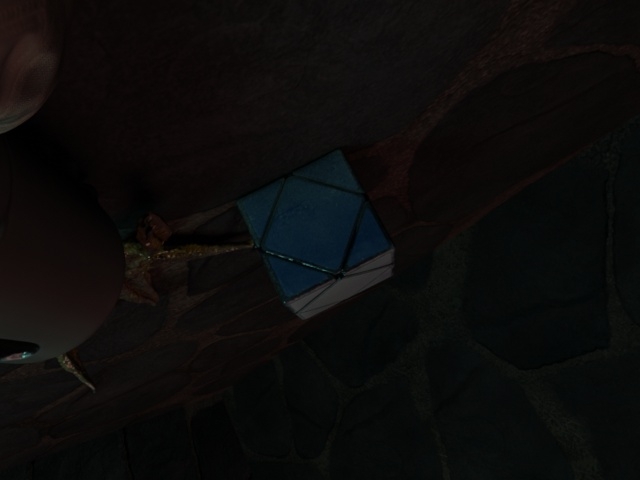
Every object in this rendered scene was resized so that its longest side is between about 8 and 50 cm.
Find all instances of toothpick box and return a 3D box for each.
[{"bbox_3d":[-0.316,0.001,0.506,0.229,0.229,0.316,-25,164,-4],"label":"toothpick box"}]

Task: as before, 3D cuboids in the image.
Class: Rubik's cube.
[{"bbox_3d":[0.000,0.000,0.929,0.205,0.205,0.207,-26,162,-2],"label":"Rubik's cube"}]

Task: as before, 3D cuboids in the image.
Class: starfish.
[{"bbox_3d":[-0.291,0.076,0.871,0.398,0.132,0.384,-47,164,16],"label":"starfish"}]

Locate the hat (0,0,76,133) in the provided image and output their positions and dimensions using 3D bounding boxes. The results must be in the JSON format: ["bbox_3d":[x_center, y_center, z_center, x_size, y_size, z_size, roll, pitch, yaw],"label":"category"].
[{"bbox_3d":[-0.222,-0.157,0.254,0.232,0.161,0.275,-20,158,-34],"label":"hat"}]
